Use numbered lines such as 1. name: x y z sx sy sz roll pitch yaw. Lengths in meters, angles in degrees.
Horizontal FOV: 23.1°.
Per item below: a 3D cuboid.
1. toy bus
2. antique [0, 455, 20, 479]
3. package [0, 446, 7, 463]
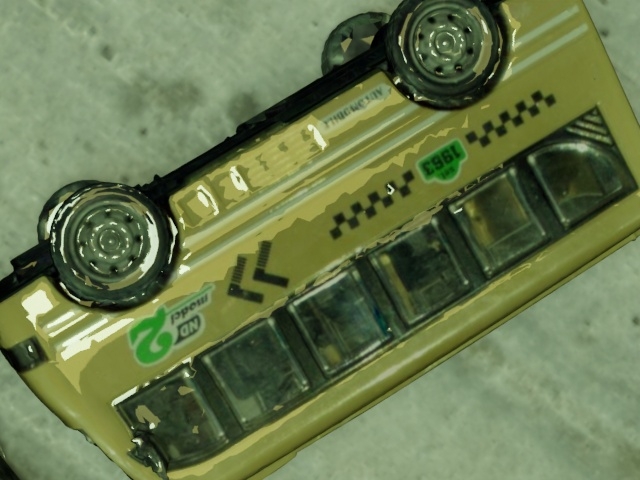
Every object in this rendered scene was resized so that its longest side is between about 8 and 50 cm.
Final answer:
1. toy bus: 0.000 0.000 0.888 0.365 0.177 0.202 -31 98 -9
2. antique: -0.171 0.207 0.881 0.086 0.088 0.183 -37 106 -8
3. package: -0.246 0.187 0.918 0.171 0.027 0.173 -29 97 -10
